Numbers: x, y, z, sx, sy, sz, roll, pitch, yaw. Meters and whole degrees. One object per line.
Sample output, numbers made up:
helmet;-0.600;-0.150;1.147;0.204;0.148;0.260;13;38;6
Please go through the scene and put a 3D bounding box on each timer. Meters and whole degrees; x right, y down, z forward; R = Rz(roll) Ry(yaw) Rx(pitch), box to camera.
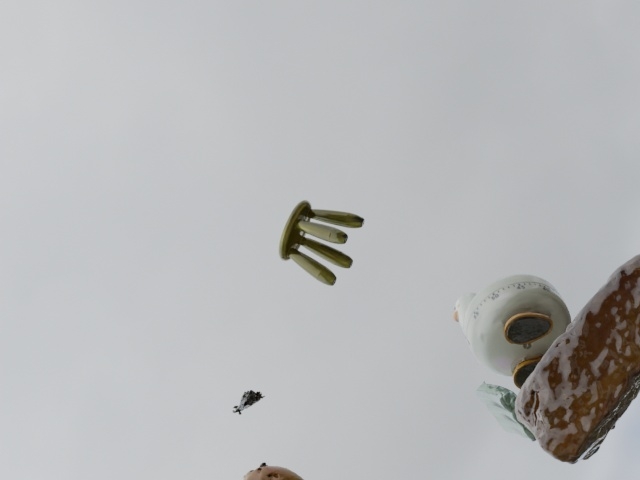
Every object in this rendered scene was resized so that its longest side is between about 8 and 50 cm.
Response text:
timer;0.418;0.175;2.797;0.240;0.233;0.234;-109;16;-58

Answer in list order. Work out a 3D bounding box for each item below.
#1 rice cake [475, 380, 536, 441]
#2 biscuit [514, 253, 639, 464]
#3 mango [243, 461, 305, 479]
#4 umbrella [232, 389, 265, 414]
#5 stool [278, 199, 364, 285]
rice cake;0.385;0.347;2.609;0.043;0.127;0.237;-39;4;-6
biscuit;0.518;0.208;2.305;0.395;0.166;0.342;-52;-16;4
mango;-0.065;0.555;2.542;0.156;0.249;0.151;-41;-2;31
umbrella;-0.097;0.216;1.712;0.031;0.020;0.083;-27;-14;-30
stool;0.000;0.000;2.178;0.134;0.110;0.135;-62;-16;-17
